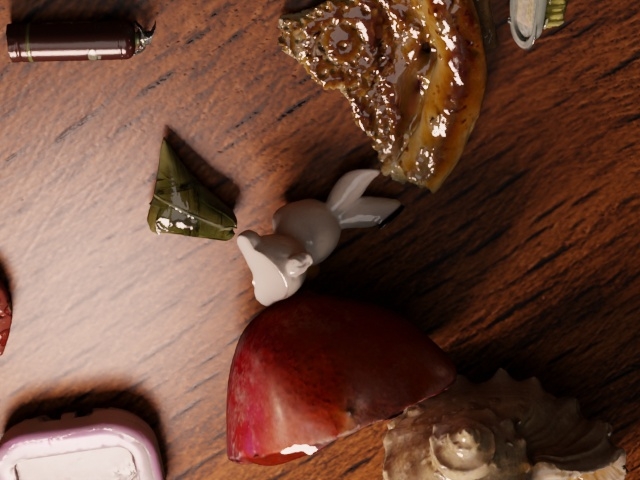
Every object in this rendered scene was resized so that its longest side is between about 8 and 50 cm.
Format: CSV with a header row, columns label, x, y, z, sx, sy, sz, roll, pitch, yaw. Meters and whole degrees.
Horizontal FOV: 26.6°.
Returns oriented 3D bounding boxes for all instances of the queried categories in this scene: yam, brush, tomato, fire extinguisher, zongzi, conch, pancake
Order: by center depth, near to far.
label,x,y,z,sx,sy,sz,roll,pitch,yaw
brush,0.237,-0.341,1.395,0.060,0.068,0.296,-11,122,-17
fire extinguisher,-0.253,-0.212,1.445,0.158,0.043,0.064,-1,152,-3
yam,0.164,-0.269,1.448,0.032,0.032,0.145,-15,123,5
pancake,0.064,-0.178,1.482,0.245,0.057,0.266,12,121,-11
zongzi,-0.139,-0.058,1.552,0.104,0.052,0.113,6,109,-17
tomato,-0.003,0.141,1.574,0.309,0.309,0.170,-23,87,10
conch,0.227,0.266,1.697,0.297,0.352,0.210,-11,79,8

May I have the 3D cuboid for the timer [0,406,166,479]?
label,x,y,z,sx,sy,sz,roll,pitch,yaw
timer,-0.306,0.302,1.748,0.209,0.069,0.190,-7,122,1

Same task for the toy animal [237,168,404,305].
label,x,y,z,sx,sy,sz,roll,pitch,yaw
toy animal,0.000,0.000,1.564,0.127,0.182,0.131,7,130,42

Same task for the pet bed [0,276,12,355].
label,x,y,z,sx,sy,sz,roll,pitch,yaw
pet bed,-0.463,0.086,1.611,0.201,0.053,0.201,-4,120,-8
